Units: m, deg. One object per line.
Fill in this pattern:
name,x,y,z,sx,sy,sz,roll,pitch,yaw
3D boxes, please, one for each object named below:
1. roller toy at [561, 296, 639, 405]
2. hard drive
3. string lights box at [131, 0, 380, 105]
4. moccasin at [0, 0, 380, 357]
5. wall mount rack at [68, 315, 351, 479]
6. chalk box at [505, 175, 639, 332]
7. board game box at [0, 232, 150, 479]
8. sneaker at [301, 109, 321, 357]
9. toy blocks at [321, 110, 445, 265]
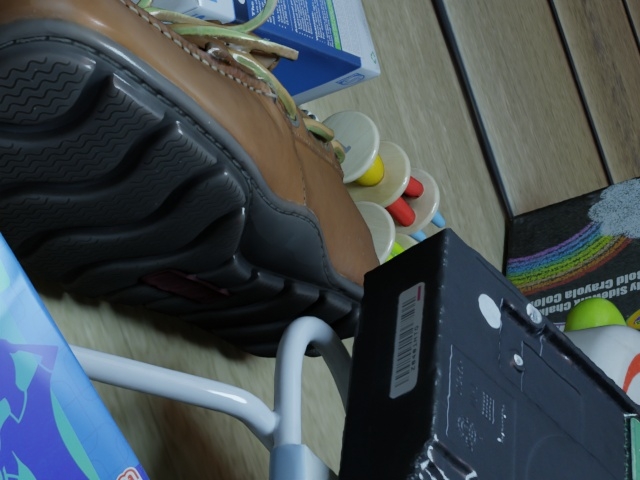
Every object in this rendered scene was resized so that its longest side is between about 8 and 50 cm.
roller toy,0.162,0.159,1.237,0.209,0.146,0.191,-45,120,-56
hard drive,0.137,0.180,0.842,0.339,0.064,0.237,41,35,-28
string lights box,-0.059,-0.163,1.058,0.260,0.077,0.133,7,65,-66
moccasin,-0.065,-0.050,0.867,0.380,0.139,0.147,26,48,-62
wall mount rack,-0.060,0.172,0.733,0.304,0.130,0.350,52,28,-47
chalk box,0.259,0.106,1.473,0.179,0.180,0.289,58,27,-31
board game box,-0.166,0.044,0.568,0.160,0.047,0.210,-42,116,-30
sneaker,0.000,0.000,1.090,0.073,0.063,0.162,49,31,-50
toy blocks,0.051,-0.005,1.226,0.148,0.054,0.123,38,39,-55
